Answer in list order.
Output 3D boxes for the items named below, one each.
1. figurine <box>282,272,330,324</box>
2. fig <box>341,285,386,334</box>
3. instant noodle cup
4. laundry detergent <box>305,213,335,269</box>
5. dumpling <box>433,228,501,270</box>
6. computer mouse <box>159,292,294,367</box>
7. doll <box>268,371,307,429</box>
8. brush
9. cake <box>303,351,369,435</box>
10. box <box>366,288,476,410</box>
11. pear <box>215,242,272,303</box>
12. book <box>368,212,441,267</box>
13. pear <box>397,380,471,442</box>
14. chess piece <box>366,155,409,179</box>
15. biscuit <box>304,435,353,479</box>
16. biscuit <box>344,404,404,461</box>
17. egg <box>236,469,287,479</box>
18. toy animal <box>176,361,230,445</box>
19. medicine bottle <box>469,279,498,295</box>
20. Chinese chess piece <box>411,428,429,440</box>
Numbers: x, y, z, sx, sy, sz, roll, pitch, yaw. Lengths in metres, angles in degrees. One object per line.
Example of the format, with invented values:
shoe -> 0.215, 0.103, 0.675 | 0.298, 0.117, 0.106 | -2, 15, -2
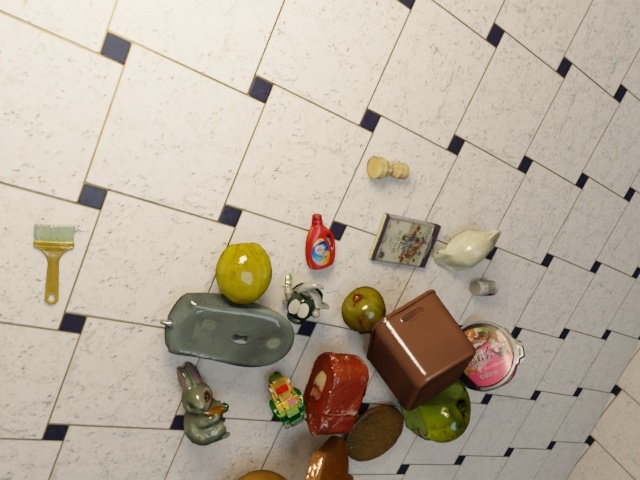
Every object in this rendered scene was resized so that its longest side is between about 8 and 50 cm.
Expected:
figurine -> -0.046, 0.174, 1.408 | 0.147, 0.192, 0.126 | 15, 93, 6
fig -> 0.146, 0.241, 1.548 | 0.148, 0.142, 0.186 | -28, 112, 17
instant noodle cup -> 0.632, 0.453, 1.854 | 0.182, 0.303, 0.258 | 37, 59, -48
laundry detergent -> 0.000, 0.000, 1.421 | 0.098, 0.049, 0.165 | -16, 117, -29
dumpling -> 0.510, 0.037, 1.666 | 0.216, 0.126, 0.166 | -43, 140, -8
computer mouse -> -0.256, 0.241, 1.353 | 0.371, 0.122, 0.188 | 15, 105, -24
doll -> -0.111, 0.502, 1.549 | 0.106, 0.134, 0.186 | -25, 114, -14
brush -> -0.624, 0.059, 1.144 | 0.083, 0.011, 0.205 | 2, 111, -29
cake -> 0.039, 0.491, 1.587 | 0.151, 0.177, 0.282 | 8, 102, -30
box -> 0.312, 0.361, 1.557 | 0.240, 0.229, 0.339 | -26, 149, -15
pear -> -0.203, 0.082, 1.297 | 0.149, 0.149, 0.162 | -4, 101, -26
book -> 0.276, 0.005, 1.582 | 0.231, 0.026, 0.157 | 9, 107, -30
pear -> 0.433, 0.591, 1.695 | 0.239, 0.255, 0.163 | -14, 92, -19
chess piece -> 0.201, -0.209, 1.428 | 0.122, 0.066, 0.066 | -1, 112, -34
biscuit -> 0.020, 0.891, 1.698 | 0.078, 0.349, 0.455 | 2, 123, 20
biscuit -> 0.203, 0.729, 1.860 | 0.262, 0.037, 0.261 | -11, 116, -24
egg -> -0.183, 0.900, 1.608 | 0.250, 0.250, 0.322 | -35, 133, -10
toy animal -> -0.352, 0.476, 1.414 | 0.127, 0.126, 0.251 | -41, 123, -41
medicine bottle -> 0.604, 0.176, 1.810 | 0.091, 0.058, 0.058 | 2, 111, -29
Chinese chess piece -> 0.445, 0.658, 1.917 | 0.250, 0.103, 0.249 | -11, 115, -24
